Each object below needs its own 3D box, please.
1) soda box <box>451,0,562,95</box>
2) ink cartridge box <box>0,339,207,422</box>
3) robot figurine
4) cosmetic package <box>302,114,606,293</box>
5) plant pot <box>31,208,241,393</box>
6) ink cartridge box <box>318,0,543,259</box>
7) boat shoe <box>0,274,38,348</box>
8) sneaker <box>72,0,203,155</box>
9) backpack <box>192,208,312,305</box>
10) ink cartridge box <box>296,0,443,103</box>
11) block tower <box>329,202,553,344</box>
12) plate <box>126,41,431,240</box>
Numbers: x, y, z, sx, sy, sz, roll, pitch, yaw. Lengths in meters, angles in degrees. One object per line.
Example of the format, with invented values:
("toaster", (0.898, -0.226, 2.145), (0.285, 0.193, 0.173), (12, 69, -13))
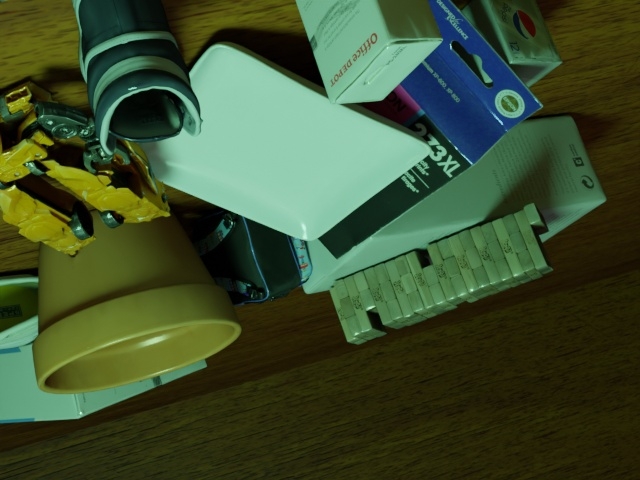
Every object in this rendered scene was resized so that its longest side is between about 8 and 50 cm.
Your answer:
("soda box", (0.155, -0.186, 1.261), (0.091, 0.098, 0.286), (-6, 159, -38))
("ink cartridge box", (-0.381, 0.201, 1.720), (0.223, 0.129, 0.307), (-11, -178, 34))
("robot figurine", (-0.294, -0.074, 1.110), (0.211, 0.085, 0.291), (-21, 155, 10))
("cosmetic package", (0.191, -0.059, 1.607), (0.453, 0.161, 0.230), (-10, 162, -30))
("plant pot", (-0.281, 0.077, 1.458), (0.291, 0.203, 0.291), (-18, 164, -5))
("ink cartridge box", (0.077, -0.124, 1.237), (0.371, 0.176, 0.069), (-37, -172, 46))
("boat shoe", (-0.525, 0.113, 1.432), (0.367, 0.135, 0.156), (-8, 162, -42))
("sneaker", (-0.168, -0.134, 0.961), (0.099, 0.153, 0.282), (-16, 164, -7))
("backpack", (-0.115, 0.020, 1.555), (0.117, 0.158, 0.173), (-20, -177, -36))
("ink cartridge box", (0.037, -0.214, 0.929), (0.063, 0.150, 0.109), (-8, 161, -32))
("block tower", (0.181, 0.055, 1.517), (0.336, 0.097, 0.091), (-24, 164, 14))
("plate", (-0.057, -0.113, 1.195), (0.277, 0.045, 0.278), (22, 146, -23))
